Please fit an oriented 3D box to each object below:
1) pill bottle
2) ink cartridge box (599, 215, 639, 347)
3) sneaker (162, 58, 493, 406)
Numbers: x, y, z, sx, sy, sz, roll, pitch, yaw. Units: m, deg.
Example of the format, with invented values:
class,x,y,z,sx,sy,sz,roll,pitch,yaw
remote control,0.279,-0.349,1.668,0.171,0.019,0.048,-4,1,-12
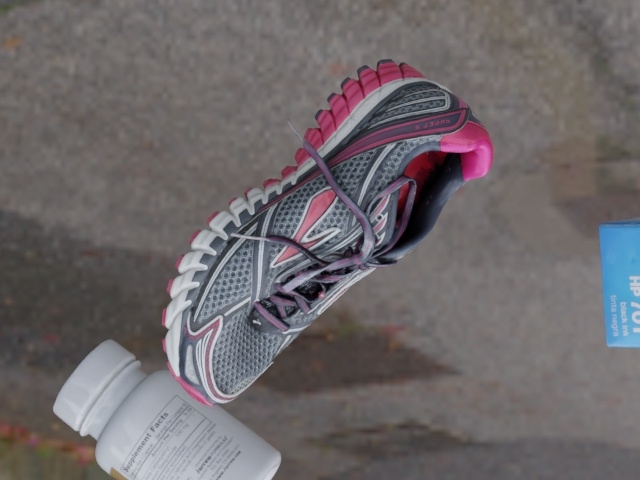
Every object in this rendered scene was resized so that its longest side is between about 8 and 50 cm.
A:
class,x,y,z,sx,sy,sz,roll,pitch,yaw
pill bottle,-0.168,0.214,1.891,0.229,0.131,0.131,37,162,8
ink cartridge box,0.283,0.019,1.053,0.190,0.082,0.139,1,-175,36
sneaker,0.000,0.000,1.298,0.112,0.299,0.121,37,177,39
